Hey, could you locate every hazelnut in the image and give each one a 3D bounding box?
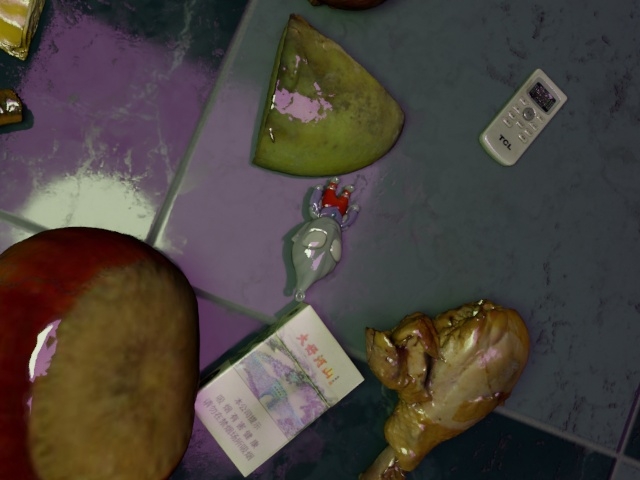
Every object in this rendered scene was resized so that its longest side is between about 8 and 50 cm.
[{"bbox_3d":[-0.337,0.185,0.914,0.359,0.359,0.410,7,92,-13],"label":"hazelnut"}]

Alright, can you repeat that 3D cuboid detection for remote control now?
[{"bbox_3d":[0.383,-0.230,1.225,0.087,0.029,0.190,43,81,-9],"label":"remote control"}]

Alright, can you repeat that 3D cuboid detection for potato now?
[{"bbox_3d":[0.038,-0.232,1.106,0.255,0.112,0.270,13,89,-14],"label":"potato"}]

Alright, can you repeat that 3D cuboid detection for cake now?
[{"bbox_3d":[-0.456,-0.376,1.006,0.185,0.079,0.116,-42,96,-14],"label":"cake"}]

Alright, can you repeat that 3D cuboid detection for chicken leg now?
[{"bbox_3d":[0.162,0.251,1.104,0.295,0.182,0.409,30,100,-29],"label":"chicken leg"}]

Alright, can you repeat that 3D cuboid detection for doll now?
[{"bbox_3d":[0.000,0.000,1.115,0.102,0.075,0.228,30,71,-21],"label":"doll"}]

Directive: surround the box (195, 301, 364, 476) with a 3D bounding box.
[{"bbox_3d":[-0.077,0.247,1.095,0.256,0.069,0.164,-37,98,-10],"label":"box"}]

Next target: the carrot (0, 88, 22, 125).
[{"bbox_3d":[-0.589,-0.192,0.980,0.260,0.070,0.070,-10,92,-14],"label":"carrot"}]

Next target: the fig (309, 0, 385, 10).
[{"bbox_3d":[0.040,-0.472,1.074,0.205,0.205,0.205,0,90,-13],"label":"fig"}]
